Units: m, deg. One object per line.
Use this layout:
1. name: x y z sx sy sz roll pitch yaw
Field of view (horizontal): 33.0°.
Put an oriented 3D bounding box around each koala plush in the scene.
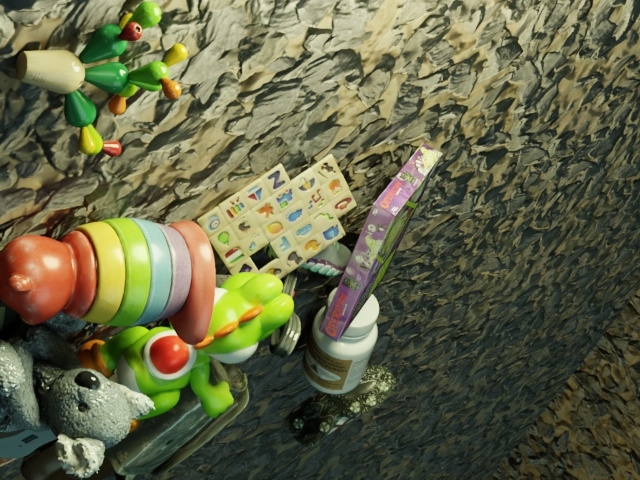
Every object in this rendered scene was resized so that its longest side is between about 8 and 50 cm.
1. koala plush: -0.359 0.223 1.530 0.196 0.221 0.203 -50 166 -50

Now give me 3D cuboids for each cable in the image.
1. cable: -0.056 0.119 1.828 0.072 0.287 0.139 36 89 -21

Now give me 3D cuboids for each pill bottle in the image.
1. pill bottle: 0.043 0.196 2.157 0.131 0.131 0.229 -22 149 -28

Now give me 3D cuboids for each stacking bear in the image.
1. stacking bear: -0.306 0.050 1.488 0.289 0.175 0.164 0 118 -38

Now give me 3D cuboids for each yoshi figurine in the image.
1. yoshi figurine: -0.196 0.160 1.704 0.362 0.203 0.203 -28 131 12

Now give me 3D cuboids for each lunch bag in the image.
1. lunch bag: -0.258 0.289 1.900 0.235 0.169 0.287 -39 164 1

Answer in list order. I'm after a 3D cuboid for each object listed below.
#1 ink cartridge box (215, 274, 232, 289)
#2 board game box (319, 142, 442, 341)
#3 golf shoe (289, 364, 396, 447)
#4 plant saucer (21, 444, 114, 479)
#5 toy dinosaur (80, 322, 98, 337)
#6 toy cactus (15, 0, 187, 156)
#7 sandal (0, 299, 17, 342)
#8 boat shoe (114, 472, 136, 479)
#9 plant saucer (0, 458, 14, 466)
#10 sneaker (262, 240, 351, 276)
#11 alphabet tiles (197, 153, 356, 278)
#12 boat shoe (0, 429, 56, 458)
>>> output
1. ink cartridge box: -0.176 0.104 1.835 0.122 0.052 0.088 5 131 -51
2. board game box: 0.105 0.007 1.940 0.208 0.056 0.347 -56 171 -45
3. golf shoe: 0.051 0.377 2.511 0.273 0.105 0.120 -32 169 1
4. plant saucer: -0.439 0.410 1.960 0.199 0.036 0.198 -17 153 -9
5. toy dinosaur: -0.339 0.114 1.627 0.090 0.082 0.047 -8 111 1
6. toy cactus: -0.261 -0.181 1.254 0.180 0.112 0.219 2 142 -38
7. sandal: -0.526 0.198 1.530 0.302 0.086 0.120 -62 171 9
8. boat shoe: -0.373 0.444 2.127 0.045 0.050 0.135 -12 144 -32
9. plant saucer: -0.519 0.302 1.743 0.200 0.037 0.200 -28 151 -17
10. sneaker: 0.000 0.000 1.859 0.224 0.083 0.098 8 124 -54
11. alphabet tiles: -0.058 -0.033 1.738 0.237 0.009 0.198 -35 132 -7
12. boat shoe: -0.454 0.279 1.679 0.183 0.083 0.065 -23 133 31
